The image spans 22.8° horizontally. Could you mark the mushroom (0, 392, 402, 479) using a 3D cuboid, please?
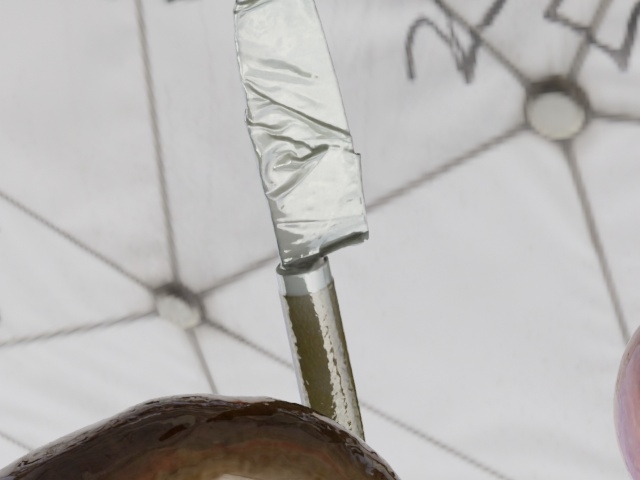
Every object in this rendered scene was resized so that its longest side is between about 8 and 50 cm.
[{"bbox_3d":[-0.056,0.198,0.639,0.278,0.278,0.146,-42,-162,-22],"label":"mushroom"}]

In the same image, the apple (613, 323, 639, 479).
[{"bbox_3d":[0.323,0.110,1.016,0.260,0.260,0.216,-26,-116,-9],"label":"apple"}]

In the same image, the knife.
[{"bbox_3d":[0.000,-0.002,0.666,0.047,0.298,0.017,-14,-142,-3],"label":"knife"}]
